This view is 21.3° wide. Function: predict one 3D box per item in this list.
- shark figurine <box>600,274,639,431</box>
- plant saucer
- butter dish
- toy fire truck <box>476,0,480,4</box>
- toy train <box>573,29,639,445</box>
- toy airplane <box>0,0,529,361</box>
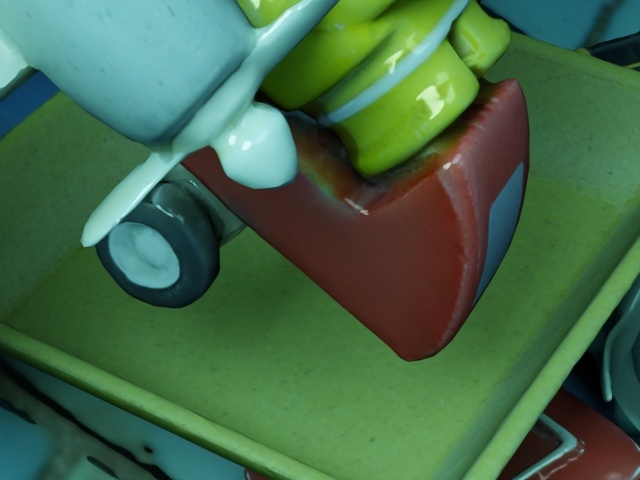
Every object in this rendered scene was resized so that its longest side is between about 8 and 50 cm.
[{"bbox_3d":[0.242,-0.017,0.877,0.278,0.116,0.166,-20,69,-8],"label":"shark figurine"},{"bbox_3d":[0.000,0.000,0.879,0.333,0.081,0.333,22,47,25],"label":"plant saucer"},{"bbox_3d":[0.069,0.145,0.866,0.160,0.118,0.160,-30,36,-19],"label":"butter dish"},{"bbox_3d":[0.003,-0.257,0.988,0.302,0.254,0.169,22,97,-10],"label":"toy fire truck"},{"bbox_3d":[0.227,0.023,0.987,0.190,0.142,0.334,-16,69,-14],"label":"toy train"},{"bbox_3d":[-0.023,-0.168,0.666,0.384,0.272,0.386,20,67,-50],"label":"toy airplane"}]
